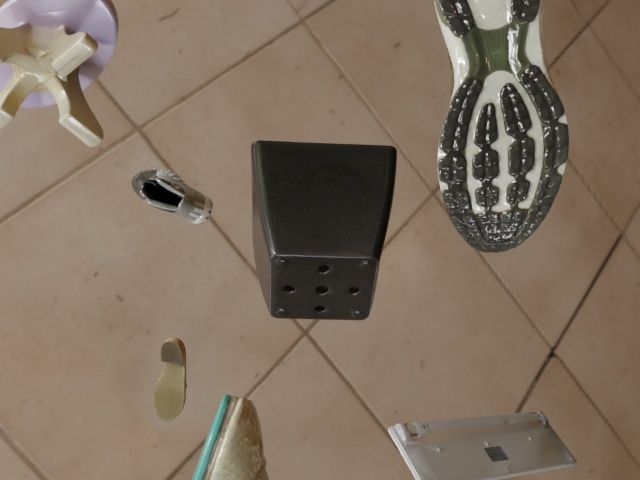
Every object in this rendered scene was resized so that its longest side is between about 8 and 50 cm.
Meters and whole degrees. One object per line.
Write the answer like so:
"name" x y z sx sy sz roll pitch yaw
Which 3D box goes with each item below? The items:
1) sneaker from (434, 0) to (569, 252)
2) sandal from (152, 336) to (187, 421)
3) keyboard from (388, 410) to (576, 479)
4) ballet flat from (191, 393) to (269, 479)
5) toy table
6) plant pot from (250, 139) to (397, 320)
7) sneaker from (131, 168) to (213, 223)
"sneaker" 0.232 -0.190 0.885 0.182 0.157 0.411 -3 92 -76
"sandal" -0.363 0.342 1.714 0.088 0.240 0.079 15 23 12
"keyboard" 0.181 0.221 0.723 0.255 0.014 0.072 7 43 -37
"ballet flat" -0.050 0.153 0.328 0.052 0.057 0.168 21 100 -3
"toy table" -0.443 -0.273 1.071 0.252 0.274 0.161 31 33 -32
"plant pot" 0.000 0.000 0.869 0.187 0.188 0.167 2 49 -3
"sneaker" -0.339 -0.110 1.402 0.132 0.228 0.086 22 90 -60
